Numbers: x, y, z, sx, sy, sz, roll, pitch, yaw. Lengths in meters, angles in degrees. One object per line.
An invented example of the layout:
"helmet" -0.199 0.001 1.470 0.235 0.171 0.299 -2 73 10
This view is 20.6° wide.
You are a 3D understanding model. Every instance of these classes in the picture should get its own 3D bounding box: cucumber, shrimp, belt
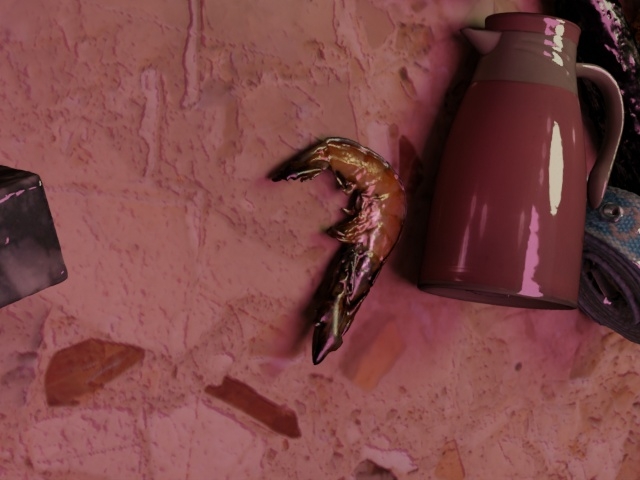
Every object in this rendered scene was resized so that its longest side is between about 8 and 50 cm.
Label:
"cucumber" 0.297 -0.131 1.718 0.081 0.072 0.303 -45 124 -41
"shrimp" 0.002 0.000 1.534 0.148 0.035 0.195 40 67 -39
"belt" 0.300 0.023 1.712 0.082 0.147 0.163 -52 154 -22

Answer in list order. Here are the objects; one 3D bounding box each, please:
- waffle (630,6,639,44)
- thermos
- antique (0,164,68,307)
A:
"waffle" 0.350 -0.214 1.782 0.085 0.016 0.078 -41 125 -24
"thermos" 0.189 -0.073 1.605 0.176 0.146 0.265 12 83 -24
"antique" -0.289 0.016 1.276 0.183 0.088 0.086 -25 112 -33
